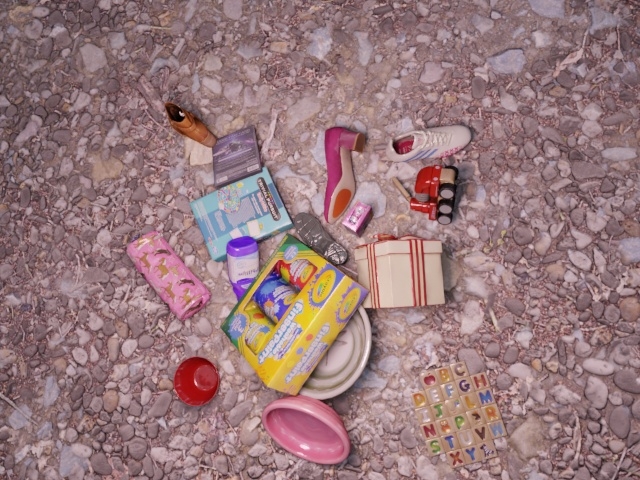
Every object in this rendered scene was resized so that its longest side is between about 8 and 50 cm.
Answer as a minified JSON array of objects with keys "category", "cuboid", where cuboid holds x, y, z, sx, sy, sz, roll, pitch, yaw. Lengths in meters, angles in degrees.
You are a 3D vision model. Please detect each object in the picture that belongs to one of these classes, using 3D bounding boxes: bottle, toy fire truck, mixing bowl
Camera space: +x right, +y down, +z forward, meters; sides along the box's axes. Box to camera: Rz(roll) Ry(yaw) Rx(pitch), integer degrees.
[{"category":"bottle","cuboid":[-0.290,0.125,1.822,0.118,0.283,0.092,-17,35,-29]},{"category":"toy fire truck","cuboid":[0.374,-0.189,1.775,0.246,0.217,0.158,8,54,15]},{"category":"mixing bowl","cuboid":[-0.461,0.535,1.855,0.181,0.098,0.181,-1,82,8]}]

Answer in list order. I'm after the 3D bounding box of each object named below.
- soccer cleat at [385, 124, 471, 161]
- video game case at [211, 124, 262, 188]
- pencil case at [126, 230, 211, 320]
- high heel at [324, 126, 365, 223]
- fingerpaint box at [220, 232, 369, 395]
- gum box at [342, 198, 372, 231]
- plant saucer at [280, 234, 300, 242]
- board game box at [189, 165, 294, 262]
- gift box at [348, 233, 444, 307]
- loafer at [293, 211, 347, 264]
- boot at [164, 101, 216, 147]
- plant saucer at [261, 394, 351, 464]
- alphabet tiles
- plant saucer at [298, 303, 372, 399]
[{"category":"soccer cleat","cuboid":[0.410,-0.369,1.819,0.331,0.143,0.116,-14,80,7]},{"category":"video game case","cuboid":[-0.341,-0.339,1.934,0.196,0.026,0.274,-19,50,7]},{"category":"pencil case","cuboid":[-0.600,0.136,1.908,0.160,0.167,0.386,-34,76,-33]},{"category":"high heel","cuboid":[0.050,-0.260,1.905,0.181,0.127,0.377,19,89,40]},{"category":"fingerpaint box","cuboid":[-0.106,0.248,1.717,0.445,0.163,0.371,-54,44,0]},{"category":"gum box","cuboid":[0.142,-0.080,1.798,0.062,0.188,0.107,32,89,12]},{"category":"plant saucer","cuboid":[-0.118,0.018,1.915,0.083,0.015,0.083,-1,82,9]},{"category":"board game box","cuboid":[-0.307,-0.100,1.883,0.336,0.079,0.254,-25,78,2]},{"category":"gift box","cuboid":[0.257,0.107,1.704,0.255,0.276,0.258,1,83,-31]},{"category":"loafer","cuboid":[0.000,0.000,1.870,0.096,0.084,0.267,-45,74,0]},{"category":"boot","cuboid":[-0.571,-0.489,1.948,0.283,0.220,0.109,41,93,25]},{"category":"plant saucer","cuboid":[-0.044,0.658,1.699,0.332,0.332,0.084,18,41,11]},{"category":"alphabet tiles","cuboid":[0.493,0.624,1.730,0.285,0.011,0.342,-18,79,7]},{"category":"plant saucer","cuboid":[0.022,0.375,1.758,0.400,0.100,0.400,-14,62,28]}]
